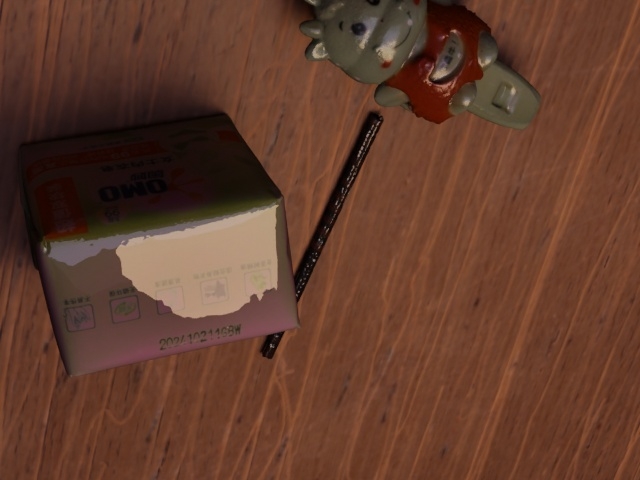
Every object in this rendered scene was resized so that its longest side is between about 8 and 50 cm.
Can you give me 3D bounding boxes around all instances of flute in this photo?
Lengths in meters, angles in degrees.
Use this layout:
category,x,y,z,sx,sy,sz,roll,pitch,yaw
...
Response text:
category,x,y,z,sx,sy,sz,roll,pitch,yaw
flute,0.000,0.000,1.206,0.014,0.014,0.269,14,113,-25

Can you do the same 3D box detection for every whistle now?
category,x,y,z,sx,sy,sz,roll,pitch,yaw
whistle,0.087,-0.158,1.094,0.253,0.105,0.102,25,125,-29

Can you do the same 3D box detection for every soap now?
category,x,y,z,sx,sy,sz,roll,pitch,yaw
soap,-0.136,-0.001,1.057,0.199,0.182,0.138,-10,121,-14
